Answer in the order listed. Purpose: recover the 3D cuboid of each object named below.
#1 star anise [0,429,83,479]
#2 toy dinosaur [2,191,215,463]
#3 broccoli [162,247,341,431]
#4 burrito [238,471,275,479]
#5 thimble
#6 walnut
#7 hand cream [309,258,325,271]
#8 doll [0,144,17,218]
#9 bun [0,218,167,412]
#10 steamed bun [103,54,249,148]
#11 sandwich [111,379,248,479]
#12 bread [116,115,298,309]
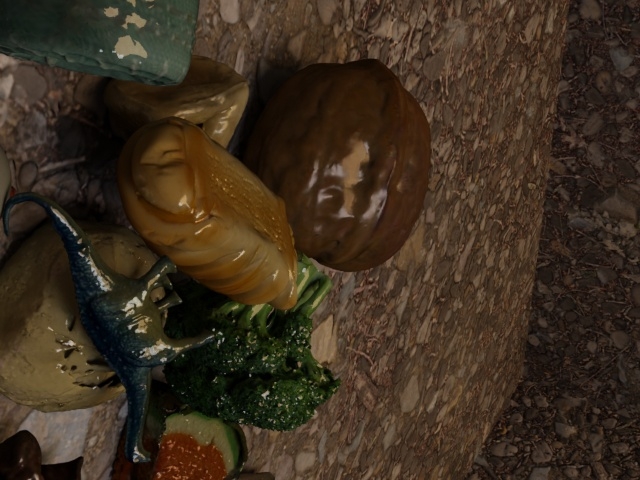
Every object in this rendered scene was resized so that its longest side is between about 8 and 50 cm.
[{"bbox_3d":[-0.412,0.374,0.998,0.315,0.108,0.315,-54,154,-42],"label":"star anise"},{"bbox_3d":[-0.213,0.085,0.926,0.147,0.076,0.363,-33,122,-27],"label":"toy dinosaur"},{"bbox_3d":[-0.094,0.146,1.213,0.275,0.308,0.308,-50,149,-6],"label":"broccoli"},{"bbox_3d":[-0.162,0.485,1.583,0.226,0.060,0.087,32,77,-63],"label":"burrito"},{"bbox_3d":[-0.230,-0.244,0.855,0.235,0.198,0.143,7,96,-45],"label":"thimble"},{"bbox_3d":[0.033,-0.127,1.336,0.306,0.306,0.344,9,105,-63],"label":"walnut"},{"bbox_3d":[0.000,0.000,1.587,0.248,0.083,0.133,-49,144,-21],"label":"hand cream"},{"bbox_3d":[-0.401,-0.001,0.812,0.200,0.105,0.336,24,92,-61],"label":"doll"},{"bbox_3d":[-0.282,0.102,1.031,0.259,0.152,0.259,-35,133,-49],"label":"bun"},{"bbox_3d":[-0.189,-0.147,1.085,0.172,0.141,0.155,-35,145,-42],"label":"steamed bun"},{"bbox_3d":[-0.230,0.335,1.324,0.292,0.109,0.212,26,92,-58],"label":"sandwich"},{"bbox_3d":[-0.135,-0.029,1.008,0.311,0.121,0.173,42,34,-54],"label":"bread"}]
